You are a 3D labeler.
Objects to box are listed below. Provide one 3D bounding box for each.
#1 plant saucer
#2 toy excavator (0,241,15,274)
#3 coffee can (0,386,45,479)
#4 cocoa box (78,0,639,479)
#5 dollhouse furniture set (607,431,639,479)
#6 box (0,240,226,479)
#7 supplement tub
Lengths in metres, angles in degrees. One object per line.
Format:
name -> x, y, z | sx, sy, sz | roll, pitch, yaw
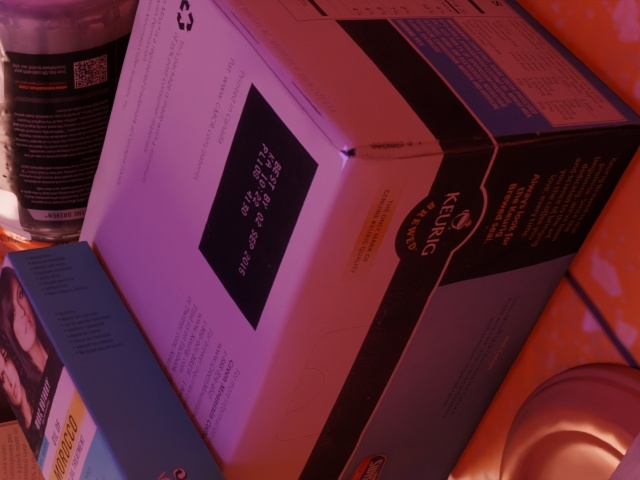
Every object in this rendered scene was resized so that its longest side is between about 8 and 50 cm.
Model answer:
plant saucer -> 0.176, 0.177, 0.754 | 0.200, 0.037, 0.199 | 14, 108, 53
toy excavator -> -0.392, -0.212, 1.322 | 0.445, 0.433, 0.222 | 43, 170, -9
coffee can -> -0.234, 0.162, 1.133 | 0.201, 0.275, 0.201 | 14, 107, 53
cocoa box -> 0.000, 0.000, 0.804 | 0.231, 0.228, 0.347 | 53, 136, 34
dollhouse furniture set -> 0.250, 0.138, 0.557 | 0.183, 0.129, 0.129 | 52, 135, 38
box -> -0.136, 0.119, 0.769 | 0.244, 0.060, 0.100 | 53, 136, 34
supplement tub -> -0.243, -0.149, 1.111 | 0.207, 0.207, 0.338 | 57, 153, 32
